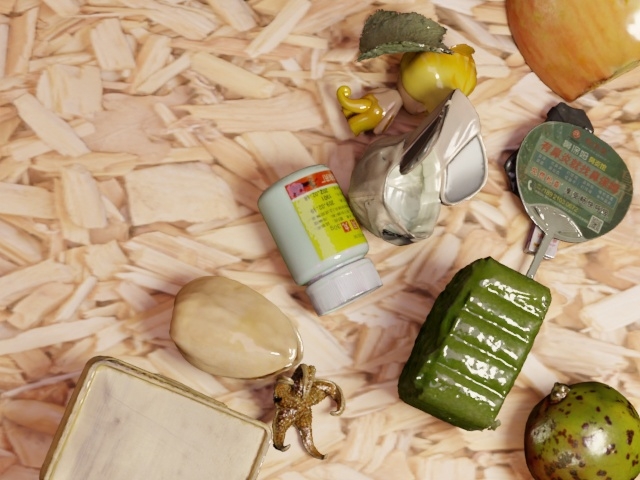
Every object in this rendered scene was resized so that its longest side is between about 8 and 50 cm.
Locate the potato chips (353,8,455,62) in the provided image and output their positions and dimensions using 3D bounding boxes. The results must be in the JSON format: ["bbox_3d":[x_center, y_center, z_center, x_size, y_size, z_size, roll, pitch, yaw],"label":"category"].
[{"bbox_3d":[0.132,-0.341,1.709,0.167,0.228,0.059,-17,116,7],"label":"potato chips"}]

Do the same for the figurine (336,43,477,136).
[{"bbox_3d":[0.156,-0.259,1.739,0.246,0.131,0.156,-27,57,3],"label":"figurine"}]

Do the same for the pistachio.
[{"bbox_3d":[-0.136,0.148,1.631,0.229,0.157,0.157,20,80,14],"label":"pistachio"}]

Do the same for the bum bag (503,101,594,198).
[{"bbox_3d":[0.391,-0.158,1.765,0.198,0.049,0.087,-47,110,-9],"label":"bum bag"}]

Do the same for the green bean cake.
[{"bbox_3d":[0.237,0.165,1.602,0.156,0.247,0.250,25,80,2],"label":"green bean cake"}]

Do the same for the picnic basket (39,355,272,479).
[{"bbox_3d":[-0.254,0.334,1.595,0.312,0.175,0.228,22,80,-3],"label":"picnic basket"}]

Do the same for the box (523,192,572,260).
[{"bbox_3d":[0.391,-0.027,1.746,0.050,0.036,0.117,17,80,-1],"label":"box"}]

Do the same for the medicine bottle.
[{"bbox_3d":[0.000,0.000,1.673,0.139,0.139,0.226,-25,82,-6],"label":"medicine bottle"}]

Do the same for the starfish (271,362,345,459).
[{"bbox_3d":[-0.035,0.271,1.620,0.074,0.190,0.146,18,72,38],"label":"starfish"}]

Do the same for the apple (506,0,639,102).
[{"bbox_3d":[0.478,-0.433,1.749,0.252,0.314,0.309,-28,88,-50],"label":"apple"}]

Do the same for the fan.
[{"bbox_3d":[0.436,-0.058,1.733,0.223,0.012,0.295,0,85,-15],"label":"fan"}]

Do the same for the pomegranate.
[{"bbox_3d":[0.427,0.336,1.633,0.198,0.246,0.198,-13,48,16],"label":"pomegranate"}]

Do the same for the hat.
[{"bbox_3d":[0.158,-0.128,1.666,0.161,0.232,0.275,38,97,28],"label":"hat"}]
